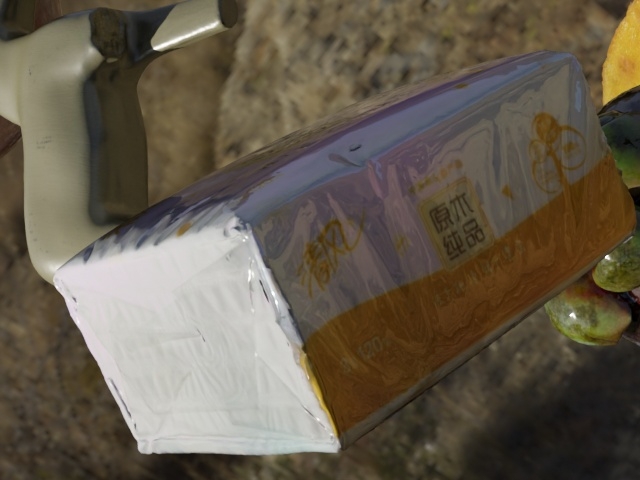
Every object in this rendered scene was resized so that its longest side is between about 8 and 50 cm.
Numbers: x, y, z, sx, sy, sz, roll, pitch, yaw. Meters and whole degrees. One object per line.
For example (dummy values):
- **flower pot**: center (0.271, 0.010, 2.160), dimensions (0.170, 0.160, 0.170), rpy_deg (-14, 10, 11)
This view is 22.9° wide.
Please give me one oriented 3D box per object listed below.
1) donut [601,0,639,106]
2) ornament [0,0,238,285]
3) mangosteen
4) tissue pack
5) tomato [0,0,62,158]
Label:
- **donut**: center (0.453, -0.158, 1.857), dimensions (0.303, 0.110, 0.303), rpy_deg (175, 90, -66)
- **ornament**: center (-0.148, -0.082, 0.978), dimensions (0.245, 0.061, 0.230), rpy_deg (-8, 84, 39)
- **mangosteen**: center (0.362, -0.021, 1.591), dimensions (0.300, 0.300, 0.300), rpy_deg (-40, 29, 28)
- **tissue pack**: center (0.014, 0.005, 0.793), dimensions (0.225, 0.124, 0.185), rpy_deg (-31, 10, -35)
- **tomato**: center (-0.323, -0.172, 1.225), dimensions (0.227, 0.270, 0.270), rpy_deg (-18, 43, 34)
